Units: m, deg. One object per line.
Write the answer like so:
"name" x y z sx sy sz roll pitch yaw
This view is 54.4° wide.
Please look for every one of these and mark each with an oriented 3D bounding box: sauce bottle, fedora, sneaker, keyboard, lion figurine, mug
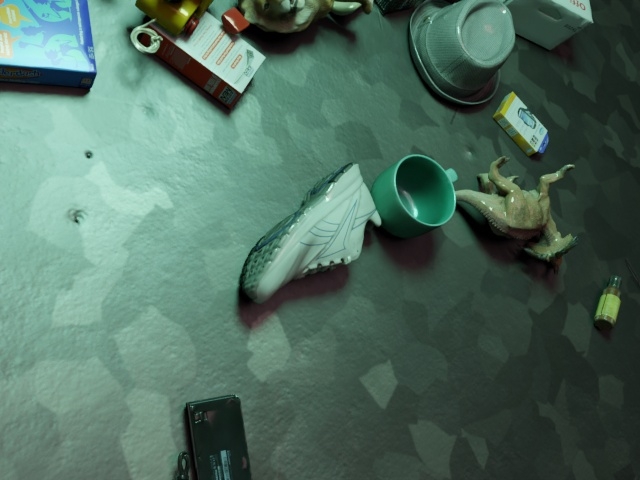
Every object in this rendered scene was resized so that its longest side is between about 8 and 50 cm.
"sauce bottle" 0.608 0.128 1.306 0.042 0.042 0.128 42 58 -12
"fedora" 0.309 -0.411 1.268 0.243 0.124 0.275 49 55 -8
"sneaker" 0.000 0.000 0.944 0.129 0.111 0.297 53 56 -12
"keyboard" -0.141 0.296 0.799 0.108 0.023 0.180 0 72 -38
"lion figurine" -0.001 -0.533 1.061 0.240 0.142 0.392 9 85 -12
"mug" 0.161 -0.067 1.069 0.158 0.097 0.129 10 67 -29

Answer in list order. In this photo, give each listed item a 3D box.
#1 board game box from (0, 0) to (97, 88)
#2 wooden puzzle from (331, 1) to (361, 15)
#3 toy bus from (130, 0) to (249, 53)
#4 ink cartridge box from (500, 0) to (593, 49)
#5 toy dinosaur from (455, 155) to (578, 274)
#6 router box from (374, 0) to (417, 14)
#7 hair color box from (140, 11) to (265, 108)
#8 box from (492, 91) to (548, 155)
"board game box" -0.417 -0.290 0.826 0.210 0.047 0.160 -5 75 -32
"wooden puzzle" 0.024 -0.643 1.205 0.348 0.080 0.322 46 56 -9
"toy bus" -0.192 -0.387 0.902 0.191 0.104 0.202 -12 77 -33
"ink cartridge box" 0.499 -0.638 1.464 0.223 0.129 0.307 13 66 -28
"toy dinosaur" 0.382 -0.041 1.186 0.296 0.127 0.200 5 77 -24
"router box" 0.175 -0.504 1.220 0.092 0.122 0.038 -26 82 -36
"hair color box" -0.181 -0.296 0.970 0.167 0.053 0.093 35 57 -14
"box" 0.438 -0.246 1.348 0.136 0.028 0.081 45 56 -13
